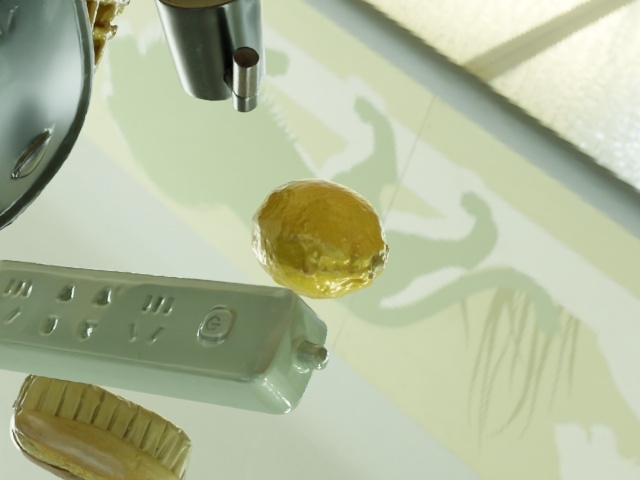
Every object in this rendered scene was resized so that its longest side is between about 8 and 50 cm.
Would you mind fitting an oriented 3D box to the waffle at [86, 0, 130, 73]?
[{"bbox_3d":[-0.284,-0.286,1.289,0.058,0.281,0.301,18,-102,20],"label":"waffle"}]

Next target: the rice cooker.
[{"bbox_3d":[-0.317,-0.140,0.894,0.224,0.267,0.267,20,-145,18],"label":"rice cooker"}]

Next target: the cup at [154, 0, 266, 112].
[{"bbox_3d":[-0.166,-0.303,1.821,0.166,0.177,0.239,-3,-138,4],"label":"cup"}]

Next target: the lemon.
[{"bbox_3d":[0.000,0.000,1.125,0.114,0.114,0.155,-16,-154,-38],"label":"lemon"}]

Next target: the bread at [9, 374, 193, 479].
[{"bbox_3d":[-0.277,0.254,1.488,0.236,0.140,0.106,28,-121,-7],"label":"bread"}]

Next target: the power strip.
[{"bbox_3d":[-0.154,0.075,0.997,0.385,0.062,0.091,3,-124,35],"label":"power strip"}]
